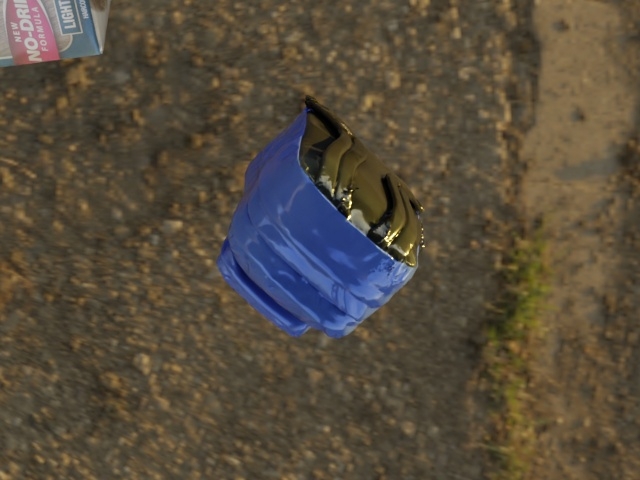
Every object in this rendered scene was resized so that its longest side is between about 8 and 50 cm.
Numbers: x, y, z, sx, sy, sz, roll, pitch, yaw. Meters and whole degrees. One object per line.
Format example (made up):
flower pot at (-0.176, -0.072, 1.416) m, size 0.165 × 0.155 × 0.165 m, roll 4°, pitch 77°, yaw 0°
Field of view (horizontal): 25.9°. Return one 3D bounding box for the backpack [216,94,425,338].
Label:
backpack at (0.000, 0.000, 0.721) m, size 0.098 × 0.120 × 0.101 m, roll 37°, pitch 104°, yaw -12°

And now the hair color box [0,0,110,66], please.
hair color box at (-0.191, -0.268, 0.896) m, size 0.105 × 0.347 × 0.173 m, roll -6°, pitch 127°, yaw 2°
